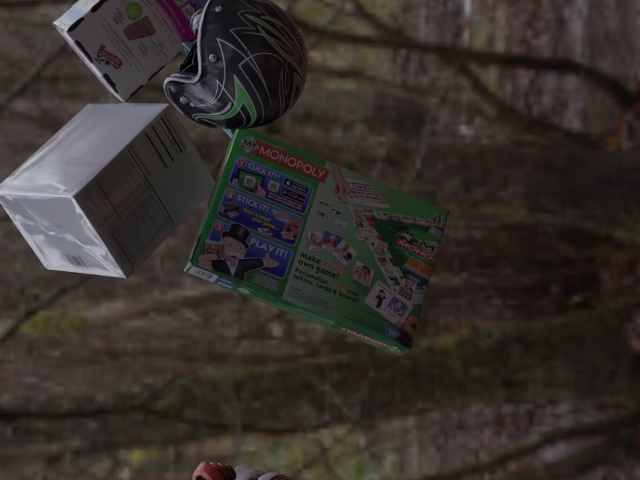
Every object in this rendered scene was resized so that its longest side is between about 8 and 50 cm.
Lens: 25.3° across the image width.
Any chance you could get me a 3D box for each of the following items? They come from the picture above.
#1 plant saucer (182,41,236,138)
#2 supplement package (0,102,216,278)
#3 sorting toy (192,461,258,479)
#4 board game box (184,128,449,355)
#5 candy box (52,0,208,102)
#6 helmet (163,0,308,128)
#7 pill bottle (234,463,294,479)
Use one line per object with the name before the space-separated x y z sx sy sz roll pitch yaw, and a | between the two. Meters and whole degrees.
plant saucer | -0.166 -0.230 2.194 0.067 0.018 0.192 48 166 32
supplement package | -0.296 -0.072 1.970 0.203 0.194 0.149 -49 -55 -30
sorting toy | -0.090 0.270 1.498 0.102 0.042 0.061 54 140 12
board game box | 0.000 0.000 1.914 0.046 0.317 0.213 134 156 -64
candy box | -0.285 -0.357 2.267 0.159 0.233 0.071 53 169 -34
helmet | -0.096 -0.217 1.716 0.161 0.169 0.169 -21 62 47
pill bottle | -0.059 0.467 2.418 0.121 0.221 0.121 -34 -46 -44
